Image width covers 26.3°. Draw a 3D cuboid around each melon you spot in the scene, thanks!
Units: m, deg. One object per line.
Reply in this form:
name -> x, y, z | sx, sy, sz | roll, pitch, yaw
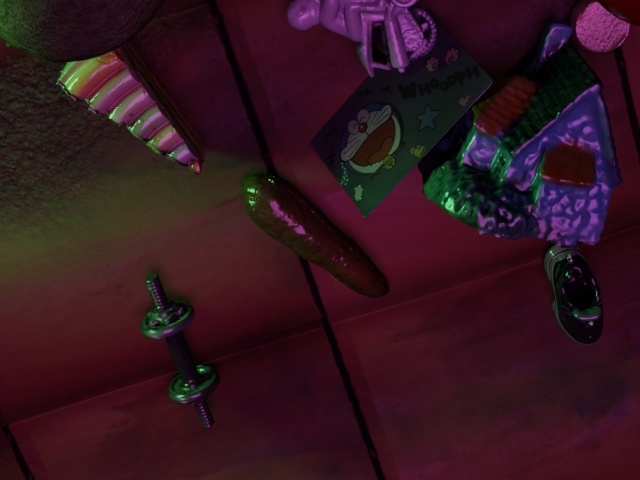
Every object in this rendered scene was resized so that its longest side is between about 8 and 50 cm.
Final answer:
melon -> -0.280, -0.364, 1.621 | 0.248, 0.248, 0.329 | 33, 104, -18

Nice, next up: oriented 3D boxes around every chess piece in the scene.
chess piece -> 0.372, -0.289, 1.826 | 0.083, 0.038, 0.084 | -1, 116, -3

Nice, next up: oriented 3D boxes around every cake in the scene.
cake -> -0.223, -0.184, 1.778 | 0.225, 0.109, 0.090 | 35, 106, -18

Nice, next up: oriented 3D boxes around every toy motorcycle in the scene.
toy motorcycle -> 0.031, -0.322, 1.745 | 0.171, 0.110, 0.260 | -28, 112, 13

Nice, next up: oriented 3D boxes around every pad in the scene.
pad -> 0.100, -0.168, 1.795 | 0.245, 0.170, 0.006 | -47, 140, 16

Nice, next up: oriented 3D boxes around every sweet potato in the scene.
sweet potato -> 0.000, 0.000, 1.901 | 0.273, 0.075, 0.075 | 38, 106, -20

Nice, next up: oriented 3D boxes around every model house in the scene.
model house -> 0.270, -0.151, 1.754 | 0.226, 0.261, 0.241 | 12, 113, -11

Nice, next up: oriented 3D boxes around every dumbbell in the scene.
dumbbell -> -0.199, 0.160, 1.949 | 0.081, 0.081, 0.254 | -17, 114, 2

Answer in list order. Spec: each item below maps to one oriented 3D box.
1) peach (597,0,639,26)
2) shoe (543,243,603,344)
peach -> 0.423, -0.357, 1.727 | 0.197, 0.197, 0.197 | -2, 114, -4
shoe -> 0.373, 0.090, 1.961 | 0.071, 0.099, 0.169 | -20, 115, 1
